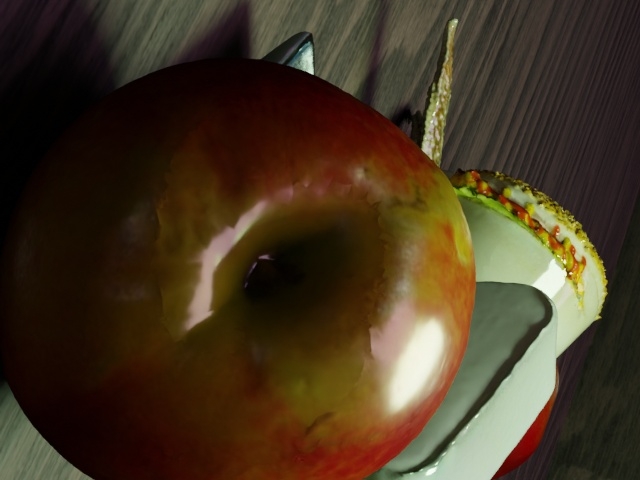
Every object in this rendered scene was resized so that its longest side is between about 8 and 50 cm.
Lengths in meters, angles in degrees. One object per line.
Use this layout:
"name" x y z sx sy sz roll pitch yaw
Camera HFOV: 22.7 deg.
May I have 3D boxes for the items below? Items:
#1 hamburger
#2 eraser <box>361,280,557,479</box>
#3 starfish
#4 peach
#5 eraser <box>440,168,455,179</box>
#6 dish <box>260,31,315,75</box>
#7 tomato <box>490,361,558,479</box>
"hamburger" 0.248 0.033 2.117 0.179 0.276 0.294 -50 165 -18
"eraser" 0.097 0.191 1.781 0.331 0.331 0.150 -58 153 -43
"starfish" 0.081 -0.049 1.989 0.398 0.132 0.383 69 34 -63
"peach" -0.068 0.036 1.266 0.388 0.388 0.388 13 90 -71
"eraser" 0.160 -0.009 2.308 0.172 0.058 0.117 80 30 -48
"dish" -0.083 -0.083 1.549 0.243 0.080 0.181 -54 151 -52
"tomato" 0.227 0.223 2.331 0.298 0.226 0.298 21 90 -87
